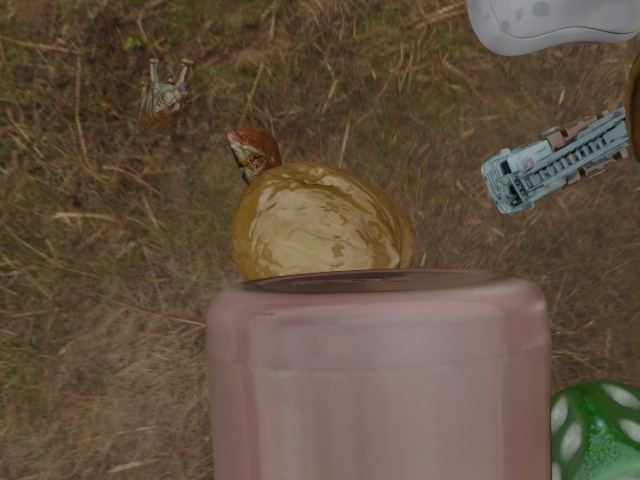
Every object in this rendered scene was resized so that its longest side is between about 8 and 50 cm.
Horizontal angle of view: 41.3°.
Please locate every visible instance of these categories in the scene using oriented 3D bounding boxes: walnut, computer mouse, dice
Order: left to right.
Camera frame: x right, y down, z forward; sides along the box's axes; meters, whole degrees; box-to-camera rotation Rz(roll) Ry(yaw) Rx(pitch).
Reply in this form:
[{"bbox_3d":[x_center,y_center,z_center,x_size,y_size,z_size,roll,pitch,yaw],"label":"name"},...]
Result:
[{"bbox_3d":[0.000,0.000,1.021,0.225,0.193,0.193,16,81,28],"label":"walnut"},{"bbox_3d":[0.368,-0.380,1.280,0.296,0.121,0.184,-7,89,-5],"label":"computer mouse"},{"bbox_3d":[0.527,0.441,1.487,0.300,0.287,0.297,23,107,0],"label":"dice"}]

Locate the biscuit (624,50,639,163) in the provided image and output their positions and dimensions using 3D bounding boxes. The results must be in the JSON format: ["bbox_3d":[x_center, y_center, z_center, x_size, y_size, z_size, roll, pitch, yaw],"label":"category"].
[{"bbox_3d":[0.388,-0.139,0.764,0.213,0.274,0.091,14,51,9],"label":"biscuit"}]

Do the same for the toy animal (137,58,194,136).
[{"bbox_3d":[-0.233,-0.202,1.226,0.056,0.241,0.099,13,78,-23],"label":"toy animal"}]

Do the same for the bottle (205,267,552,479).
[{"bbox_3d":[0.026,0.166,0.449,0.173,0.206,0.297,-6,93,-33],"label":"bottle"}]

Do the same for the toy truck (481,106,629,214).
[{"bbox_3d":[0.481,-0.163,1.726,0.338,0.184,0.133,-24,89,-20],"label":"toy truck"}]

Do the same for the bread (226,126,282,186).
[{"bbox_3d":[-0.130,-0.174,1.769,0.095,0.269,0.139,-28,96,3],"label":"bread"}]
